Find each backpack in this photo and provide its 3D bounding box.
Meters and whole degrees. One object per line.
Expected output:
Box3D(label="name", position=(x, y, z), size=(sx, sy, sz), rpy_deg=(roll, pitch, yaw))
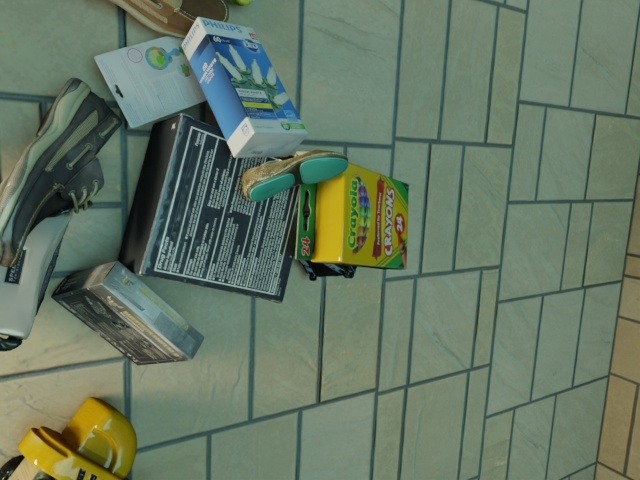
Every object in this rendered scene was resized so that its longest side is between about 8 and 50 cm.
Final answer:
Box3D(label="backpack", position=(0.000, 0.000, 1.220), size=(0.173, 0.158, 0.117), rpy_deg=(48, 55, -27))

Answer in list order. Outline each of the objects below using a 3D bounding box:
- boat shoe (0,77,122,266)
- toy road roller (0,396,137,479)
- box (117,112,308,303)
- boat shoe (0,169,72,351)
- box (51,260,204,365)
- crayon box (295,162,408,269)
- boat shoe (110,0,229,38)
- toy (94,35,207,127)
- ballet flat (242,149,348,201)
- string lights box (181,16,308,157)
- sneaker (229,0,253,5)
Box3D(label="boat shoe", position=(-0.421, -0.110, 0.869), size=(0.130, 0.132, 0.356), rpy_deg=(29, 57, -28))
Box3D(label="toy road roller", position=(-0.422, 0.459, 1.016), size=(0.329, 0.202, 0.241), rpy_deg=(46, 63, -29))
Box3D(label="box", position=(-0.205, -0.055, 1.050), size=(0.294, 0.182, 0.296), rpy_deg=(17, 85, -35))
Box3D(label="boat shoe", position=(-0.528, 0.029, 0.917), size=(0.127, 0.158, 0.341), rpy_deg=(22, 59, -29))
Box3D(label="box", position=(-0.361, 0.145, 0.997), size=(0.231, 0.183, 0.056), rpy_deg=(50, 44, -29))
Box3D(label="crayon box", position=(0.078, -0.045, 1.117), size=(0.318, 0.081, 0.202), rpy_deg=(7, 83, -52))
Box3D(label="boat shoe", position=(-0.293, -0.457, 0.935), size=(0.324, 0.116, 0.123), rpy_deg=(6, 78, -43))
Box3D(label="toy", position=(-0.297, -0.313, 1.022), size=(0.237, 0.056, 0.137), rpy_deg=(-32, 102, -31))
Box3D(label="ballet flat", position=(-0.050, -0.134, 0.980), size=(0.206, 0.067, 0.073), rpy_deg=(-18, 142, -17))
Box3D(label="string lights box", position=(-0.143, -0.281, 0.985), size=(0.133, 0.076, 0.260), rpy_deg=(-11, 68, -46))
Box3D(label="sneaker", position=(-0.222, -0.561, 1.020), size=(0.240, 0.091, 0.126), rpy_deg=(24, 68, -33))
